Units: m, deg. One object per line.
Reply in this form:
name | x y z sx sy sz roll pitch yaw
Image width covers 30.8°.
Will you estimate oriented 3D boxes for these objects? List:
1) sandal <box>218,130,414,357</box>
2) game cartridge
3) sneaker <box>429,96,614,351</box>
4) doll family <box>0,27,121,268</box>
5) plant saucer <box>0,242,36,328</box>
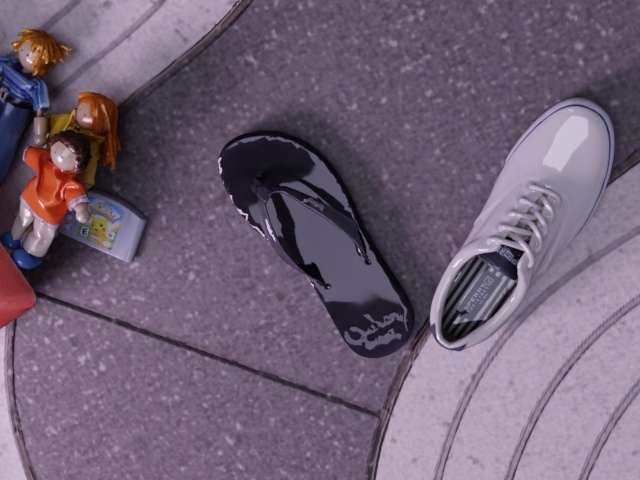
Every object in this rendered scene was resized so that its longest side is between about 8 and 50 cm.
sandal | 0.001 0.000 1.091 0.097 0.054 0.254 -39 93 17
game cartridge | -0.216 -0.019 1.154 0.083 0.017 0.056 23 103 6
sneaker | 0.182 -0.005 1.033 0.094 0.091 0.258 28 107 4
doll family | -0.280 -0.109 1.109 0.263 0.118 0.163 41 115 18
plant saucer | -0.417 0.002 1.125 0.259 0.047 0.258 -29 97 44
